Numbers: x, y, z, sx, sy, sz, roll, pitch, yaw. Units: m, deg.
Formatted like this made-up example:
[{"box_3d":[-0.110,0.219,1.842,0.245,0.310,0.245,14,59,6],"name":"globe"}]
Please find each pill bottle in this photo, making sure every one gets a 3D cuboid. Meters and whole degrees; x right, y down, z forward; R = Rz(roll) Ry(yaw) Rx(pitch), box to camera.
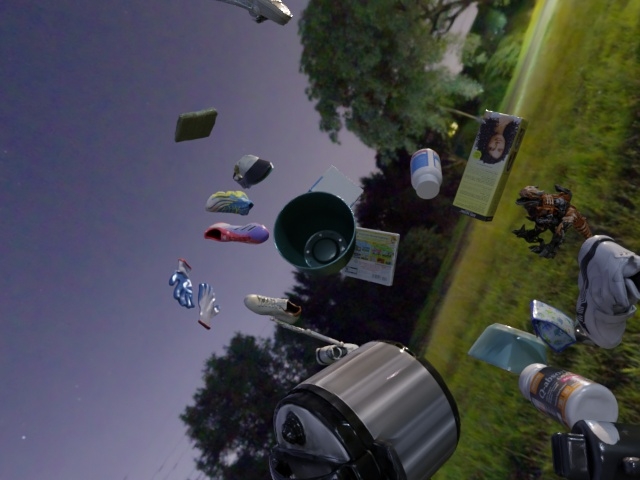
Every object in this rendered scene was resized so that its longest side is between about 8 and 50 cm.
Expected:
[{"box_3d":[0.433,-0.270,1.839,0.221,0.125,0.124,-77,2,-48],"name":"pill bottle"},{"box_3d":[0.757,0.486,1.398,0.162,0.162,0.278,-65,8,-3],"name":"pill bottle"}]

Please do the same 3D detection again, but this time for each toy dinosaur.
[{"box_3d":[0.766,-0.060,1.464,0.218,0.322,0.164,-61,-1,22],"name":"toy dinosaur"}]

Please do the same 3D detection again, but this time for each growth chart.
[{"box_3d":[-0.045,0.310,1.507,0.172,0.237,0.021,29,-106,-35],"name":"growth chart"}]

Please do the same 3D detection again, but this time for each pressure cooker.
[{"box_3d":[0.082,0.482,1.101,0.421,0.376,0.369,-21,-47,-38],"name":"pressure cooker"}]

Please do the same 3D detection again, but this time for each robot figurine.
[{"box_3d":[0.690,0.511,1.028,0.209,0.279,0.173,-59,-30,-70],"name":"robot figurine"}]

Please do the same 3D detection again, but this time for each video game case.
[{"box_3d":[0.198,0.059,1.805,0.026,0.227,0.206,0,-80,-56],"name":"video game case"}]

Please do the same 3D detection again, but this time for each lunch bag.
[{"box_3d":[0.781,0.285,1.533,0.096,0.151,0.129,-50,-1,32],"name":"lunch bag"}]

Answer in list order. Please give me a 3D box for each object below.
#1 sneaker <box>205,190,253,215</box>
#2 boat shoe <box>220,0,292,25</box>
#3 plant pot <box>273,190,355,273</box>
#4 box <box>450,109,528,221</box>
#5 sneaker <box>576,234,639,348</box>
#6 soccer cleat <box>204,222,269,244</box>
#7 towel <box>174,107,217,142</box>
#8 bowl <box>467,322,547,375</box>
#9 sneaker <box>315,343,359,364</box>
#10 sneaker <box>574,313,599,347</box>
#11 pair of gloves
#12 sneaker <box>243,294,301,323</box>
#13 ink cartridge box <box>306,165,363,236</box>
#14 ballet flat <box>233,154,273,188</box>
[{"box_3d":[-0.383,-0.157,1.951,0.240,0.126,0.091,-29,-37,-53],"name":"sneaker"},{"box_3d":[-0.242,-0.786,1.480,0.103,0.321,0.118,-63,-3,31],"name":"boat shoe"},{"box_3d":[0.000,0.000,1.654,0.292,0.293,0.235,-63,-20,-14],"name":"plant pot"},{"box_3d":[0.375,-0.163,1.000,0.058,0.087,0.232,-6,-65,-51],"name":"box"},{"box_3d":[0.860,0.179,1.295,0.210,0.138,0.365,-102,0,-75],"name":"sneaker"},{"box_3d":[-0.302,-0.019,1.613,0.095,0.248,0.082,-40,-48,-54],"name":"soccer cleat"},{"box_3d":[-0.343,-0.313,1.224,0.110,0.027,0.148,-20,-5,-26],"name":"towel"},{"box_3d":[0.765,0.436,1.792,0.311,0.312,0.163,52,-122,-78],"name":"bowl"},{"box_3d":[0.093,0.460,1.824,0.235,0.090,0.095,4,-29,-45],"name":"sneaker"},{"box_3d":[0.967,0.293,1.623,0.267,0.101,0.106,-32,-48,-58],"name":"sneaker"},{"box_3d":[-0.332,0.146,1.205,0.198,0.023,0.159,53,-165,-37],"name":"pair of gloves"},{"box_3d":[-0.231,0.316,2.235,0.105,0.290,0.123,-85,21,-45],"name":"sneaker"},{"box_3d":[0.031,-0.173,2.144,0.198,0.197,0.270,-50,0,-33],"name":"ink cartridge box"},{"box_3d":[-0.173,-0.166,1.081,0.074,0.074,0.203,-64,18,-10],"name":"ballet flat"}]
